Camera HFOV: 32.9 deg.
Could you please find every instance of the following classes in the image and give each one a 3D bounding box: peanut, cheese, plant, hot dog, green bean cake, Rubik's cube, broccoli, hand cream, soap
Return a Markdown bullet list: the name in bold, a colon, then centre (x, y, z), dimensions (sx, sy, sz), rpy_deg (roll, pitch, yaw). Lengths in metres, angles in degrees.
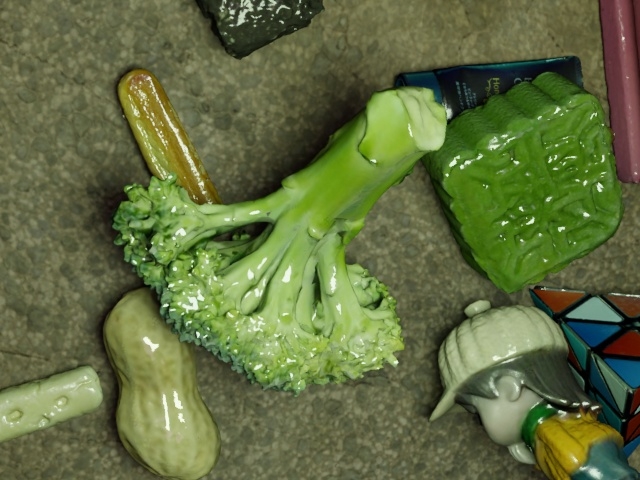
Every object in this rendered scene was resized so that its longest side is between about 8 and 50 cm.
- **peanut**: centre (-0.204, 0.187, 1.346), dimensions (0.123, 0.123, 0.257), rpy_deg (-19, 102, -11)
- **cheese**: centre (-0.368, 0.210, 1.349), dimensions (0.194, 0.043, 0.065), rpy_deg (-19, 97, -9)
- **plant**: centre (-0.052, -0.315, 1.311), dimensions (0.203, 0.142, 0.131), rpy_deg (-36, 95, 2)
- **hot dog**: centre (-0.188, -0.111, 1.346), dimensions (0.066, 0.047, 0.216), rpy_deg (-27, 104, 6)
- **green bean cake**: centre (0.265, -0.067, 1.392), dimensions (0.222, 0.125, 0.248), rpy_deg (-28, 124, -4)
- **Rubik's cube**: centre (0.386, 0.197, 1.384), dimensions (0.284, 0.234, 0.250), rpy_deg (10, 98, 13)
- **broccoli**: centre (0.010, 0.013, 1.279), dimensions (0.397, 0.353, 0.275), rpy_deg (-33, 63, 4)
- **hand cream**: centre (0.232, -0.183, 1.439), dimensions (0.270, 0.061, 0.120), rpy_deg (-4, 84, -19)
- **soap**: centre (0.469, -0.252, 1.395), dimensions (0.128, 0.233, 0.360), rpy_deg (-12, 101, -14)

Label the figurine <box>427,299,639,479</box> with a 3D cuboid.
- **figurine**: centre (0.293, 0.214, 1.381), dimensions (0.204, 0.332, 0.185), rpy_deg (-58, 148, -2)

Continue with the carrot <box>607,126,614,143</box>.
- **carrot**: centre (0.359, -0.132, 1.487), dimensions (0.093, 0.032, 0.032), rpy_deg (-19, 102, -6)
